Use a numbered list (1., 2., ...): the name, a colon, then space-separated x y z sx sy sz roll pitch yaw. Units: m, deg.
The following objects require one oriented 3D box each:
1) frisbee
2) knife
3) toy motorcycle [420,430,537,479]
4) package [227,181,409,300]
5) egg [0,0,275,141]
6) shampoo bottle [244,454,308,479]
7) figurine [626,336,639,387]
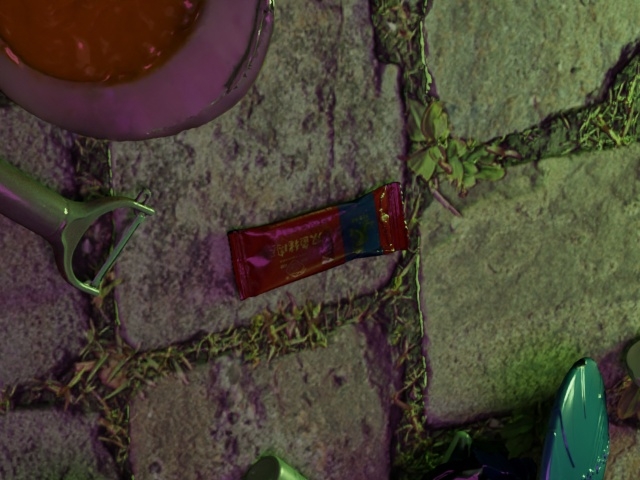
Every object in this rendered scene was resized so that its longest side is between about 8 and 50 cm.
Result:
1. frisbee: 0.303 0.256 2.101 0.242 0.045 0.242 7 90 -66
2. knife: -0.286 -0.050 1.758 0.278 0.053 0.123 32 90 -34
3. toy motorcycle: 0.165 0.388 2.131 0.196 0.125 0.331 3 118 -24
4. package: 0.000 0.000 1.937 0.200 0.022 0.083 -17 118 -17
5. egg: -0.184 -0.237 1.664 0.286 0.174 0.264 -5 115 2
6. shampoo bottle: -0.004 0.312 2.051 0.056 0.056 0.195 -49 123 0
7. figurine: 0.424 0.183 2.191 0.146 0.081 0.098 48 50 -34
